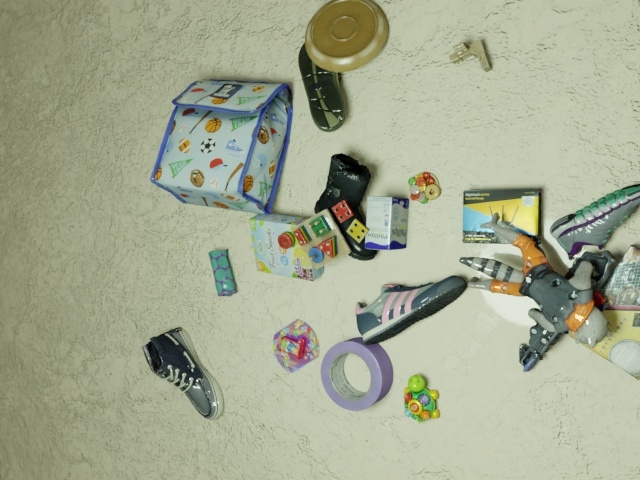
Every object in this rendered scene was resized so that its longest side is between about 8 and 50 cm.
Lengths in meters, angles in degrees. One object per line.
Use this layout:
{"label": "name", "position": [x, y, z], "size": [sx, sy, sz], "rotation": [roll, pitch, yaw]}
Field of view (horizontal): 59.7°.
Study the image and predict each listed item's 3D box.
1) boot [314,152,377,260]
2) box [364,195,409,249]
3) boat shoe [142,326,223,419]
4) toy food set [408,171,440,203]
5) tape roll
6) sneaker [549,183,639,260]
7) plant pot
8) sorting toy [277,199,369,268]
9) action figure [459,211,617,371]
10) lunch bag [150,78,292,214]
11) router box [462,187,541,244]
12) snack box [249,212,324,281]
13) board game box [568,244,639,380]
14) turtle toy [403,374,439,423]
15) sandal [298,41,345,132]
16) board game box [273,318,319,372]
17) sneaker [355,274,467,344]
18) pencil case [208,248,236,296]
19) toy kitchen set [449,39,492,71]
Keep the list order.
{"label": "boot", "position": [0.086, -0.091, 1.493], "size": [0.246, 0.094, 0.207], "rotation": [51, 142, 26]}
{"label": "box", "position": [0.176, -0.045, 1.463], "size": [0.072, 0.126, 0.137], "rotation": [5, 94, 29]}
{"label": "boat shoe", "position": [-0.460, 0.450, 1.832], "size": [0.127, 0.158, 0.340], "rotation": [-45, 69, 23]}
{"label": "toy food set", "position": [0.270, -0.138, 1.467], "size": [0.082, 0.020, 0.083], "rotation": [-23, 80, 29]}
{"label": "tape roll", "position": [0.100, 0.366, 1.541], "size": [0.189, 0.080, 0.189], "rotation": [1, 92, 31]}
{"label": "sneaker", "position": [0.631, -0.040, 1.232], "size": [0.224, 0.083, 0.098], "rotation": [-31, 94, 34]}
{"label": "plant pot", "position": [0.066, -0.573, 1.527], "size": [0.236, 0.032, 0.236], "rotation": [-4, 75, 14]}
{"label": "sorting toy", "position": [0.000, 0.000, 1.481], "size": [0.274, 0.046, 0.132], "rotation": [-27, 94, 38]}
{"label": "action figure", "position": [0.472, 0.142, 1.246], "size": [0.330, 0.178, 0.341], "rotation": [35, 114, 37]}
{"label": "lunch bag", "position": [-0.278, -0.303, 1.651], "size": [0.328, 0.239, 0.385], "rotation": [10, 75, 22]}
{"label": "router box", "position": [0.438, -0.057, 1.352], "size": [0.179, 0.046, 0.133], "rotation": [1, 91, 31]}
{"label": "snack box", "position": [-0.100, 0.016, 1.632], "size": [0.207, 0.070, 0.174], "rotation": [8, 116, 32]}
{"label": "board game box", "position": [0.683, 0.153, 1.210], "size": [0.165, 0.042, 0.243], "rotation": [35, 108, 26]}
{"label": "turtle toy", "position": [0.255, 0.414, 1.456], "size": [0.095, 0.066, 0.130], "rotation": [-3, 89, 31]}
{"label": "sandal", "position": [0.007, -0.444, 1.575], "size": [0.120, 0.086, 0.303], "rotation": [-6, 81, 12]}
{"label": "board game box", "position": [-0.084, 0.319, 1.678], "size": [0.169, 0.033, 0.133], "rotation": [-36, 73, 26]}
{"label": "sneaker", "position": [0.221, 0.149, 1.452], "size": [0.319, 0.112, 0.131], "rotation": [-32, 60, 21]}
{"label": "pencil case", "position": [-0.314, 0.104, 1.795], "size": [0.064, 0.070, 0.151], "rotation": [-14, 79, -5]}
{"label": "toy kitchen set", "position": [0.365, -0.445, 1.378], "size": [0.083, 0.068, 0.075], "rotation": [-21, 80, 30]}
